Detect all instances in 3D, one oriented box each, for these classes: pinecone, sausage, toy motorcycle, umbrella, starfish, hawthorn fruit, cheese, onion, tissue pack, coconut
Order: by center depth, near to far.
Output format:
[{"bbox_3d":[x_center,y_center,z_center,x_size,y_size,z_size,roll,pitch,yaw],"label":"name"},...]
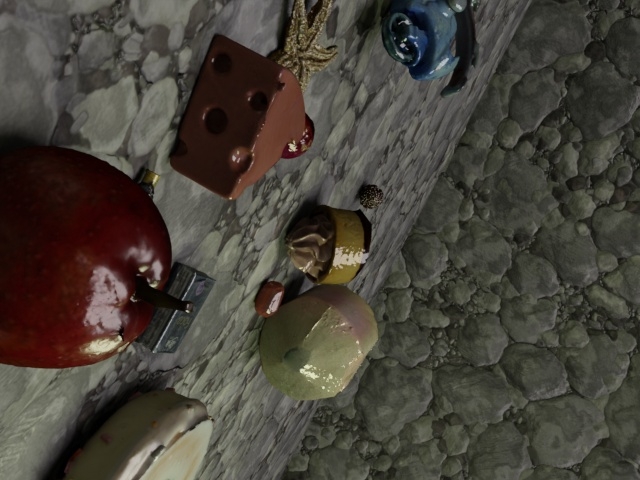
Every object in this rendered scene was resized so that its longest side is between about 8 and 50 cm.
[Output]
[{"bbox_3d":[-0.241,0.028,0.683,0.230,0.266,0.210,-59,147,-21],"label":"hawthorn fruit"},{"bbox_3d":[-0.259,-0.030,0.935,0.143,0.040,0.037,-61,157,-3],"label":"umbrella"},{"bbox_3d":[-0.099,-0.177,1.021,0.202,0.128,0.177,-67,164,16],"label":"cheese"},{"bbox_3d":[-0.038,-0.313,1.138,0.240,0.043,0.227,-40,153,-46],"label":"starfish"},{"bbox_3d":[-0.064,-0.185,1.164,0.097,0.107,0.107,-56,166,-40],"label":"onion"},{"bbox_3d":[-0.253,0.122,1.214,0.156,0.051,0.112,-60,167,-4],"label":"tissue pack"},{"bbox_3d":[0.252,-0.454,1.444,0.319,0.241,0.182,-67,-171,-27],"label":"toy motorcycle"},{"bbox_3d":[-0.123,0.141,1.666,0.059,0.054,0.094,21,98,-35],"label":"sausage"},{"bbox_3d":[-0.009,0.278,1.862,0.309,0.298,0.297,-30,146,-64],"label":"coconut"},{"bbox_3d":[0.150,-0.133,2.062,0.083,0.077,0.077,-104,-142,-72],"label":"pinecone"}]

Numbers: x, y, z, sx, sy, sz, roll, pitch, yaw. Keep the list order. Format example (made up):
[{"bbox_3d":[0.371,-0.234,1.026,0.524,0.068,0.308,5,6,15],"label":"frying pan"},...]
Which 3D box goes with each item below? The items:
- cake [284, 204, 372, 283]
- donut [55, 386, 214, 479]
[{"bbox_3d":[0.000,0.000,1.657,0.185,0.178,0.207,4,-102,62],"label":"cake"},{"bbox_3d":[-0.357,0.445,1.286,0.382,0.142,0.382,-53,163,-25],"label":"donut"}]
